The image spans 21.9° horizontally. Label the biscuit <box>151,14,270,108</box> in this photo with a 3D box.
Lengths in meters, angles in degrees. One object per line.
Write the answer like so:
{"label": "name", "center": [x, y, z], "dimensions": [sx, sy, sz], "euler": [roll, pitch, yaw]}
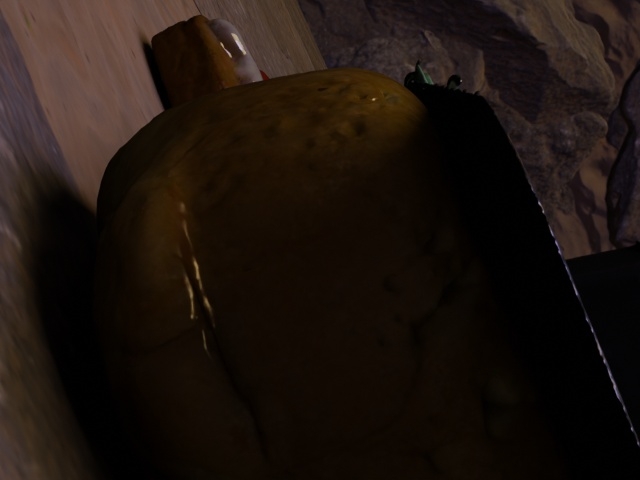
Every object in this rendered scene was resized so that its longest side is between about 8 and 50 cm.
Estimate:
{"label": "biscuit", "center": [0.002, 0.000, 1.075], "dimensions": [0.432, 0.064, 0.283], "euler": [45, 21, -76]}

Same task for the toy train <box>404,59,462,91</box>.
{"label": "toy train", "center": [0.081, -0.013, 1.431], "dimensions": [0.397, 0.160, 0.253], "euler": [-110, 180, -79]}

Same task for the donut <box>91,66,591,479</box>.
{"label": "donut", "center": [0.017, 0.064, 0.572], "dimensions": [0.208, 0.128, 0.261], "euler": [-105, 171, -66]}

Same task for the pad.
{"label": "pad", "center": [0.101, 0.015, 0.607], "dimensions": [0.375, 0.063, 0.315], "euler": [-103, 169, -83]}

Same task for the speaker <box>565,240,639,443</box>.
{"label": "speaker", "center": [0.153, 0.141, 1.008], "dimensions": [0.232, 0.184, 0.254], "euler": [-11, 90, -84]}
